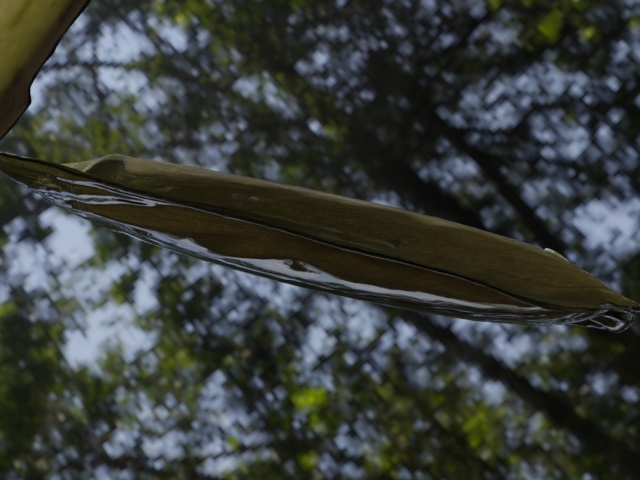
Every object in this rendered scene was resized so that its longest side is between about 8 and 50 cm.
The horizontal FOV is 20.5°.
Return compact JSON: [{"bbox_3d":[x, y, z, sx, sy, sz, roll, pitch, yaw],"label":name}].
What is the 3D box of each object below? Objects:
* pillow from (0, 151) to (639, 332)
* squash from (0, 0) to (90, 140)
[{"bbox_3d":[0.000,0.001,0.594,0.130,0.217,0.033,44,-121,-82],"label":"pillow"},{"bbox_3d":[-0.143,-0.057,0.313,0.184,0.085,0.192,-49,-31,18],"label":"squash"}]
